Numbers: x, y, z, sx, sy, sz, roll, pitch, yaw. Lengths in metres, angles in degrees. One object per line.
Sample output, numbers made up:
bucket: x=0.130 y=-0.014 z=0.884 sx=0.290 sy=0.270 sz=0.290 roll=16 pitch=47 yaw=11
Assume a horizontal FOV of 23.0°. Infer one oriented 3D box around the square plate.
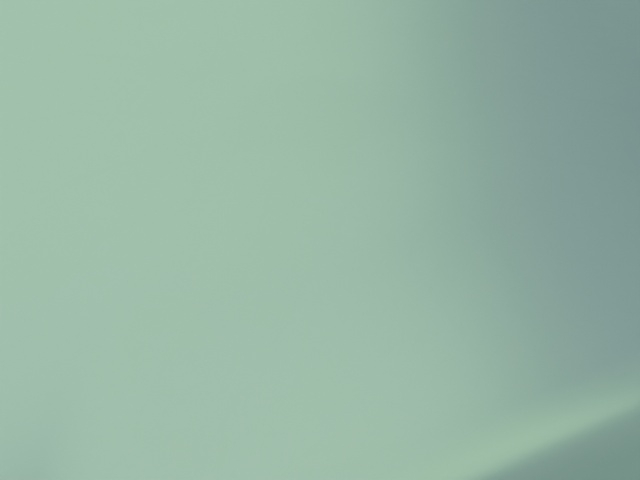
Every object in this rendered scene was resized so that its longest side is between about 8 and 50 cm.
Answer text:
square plate: x=-0.011 y=-0.052 z=0.372 sx=0.347 sy=0.344 sz=0.049 roll=-22 pitch=-35 yaw=-8
